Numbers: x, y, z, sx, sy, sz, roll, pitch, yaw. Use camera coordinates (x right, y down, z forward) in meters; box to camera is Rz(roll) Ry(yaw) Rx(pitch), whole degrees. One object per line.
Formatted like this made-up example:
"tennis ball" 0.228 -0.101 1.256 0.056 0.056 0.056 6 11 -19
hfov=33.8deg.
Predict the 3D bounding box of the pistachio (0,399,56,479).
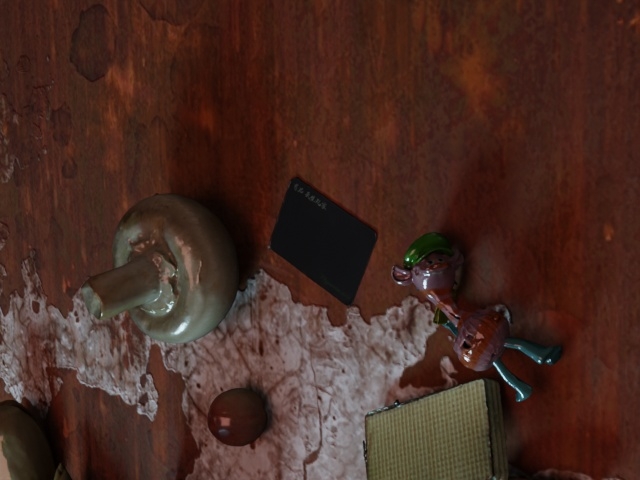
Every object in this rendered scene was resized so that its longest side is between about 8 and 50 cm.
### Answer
"pistachio" -0.517 0.374 1.776 0.129 0.131 0.206 169 88 -68

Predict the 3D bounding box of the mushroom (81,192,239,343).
"mushroom" -0.225 0.046 1.416 0.207 0.215 0.207 18 117 40

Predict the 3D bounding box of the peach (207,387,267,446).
"peach" -0.115 0.244 1.446 0.083 0.083 0.083 8 103 40

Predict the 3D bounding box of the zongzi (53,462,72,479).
"zongzi" -0.340 0.539 1.652 0.289 0.154 0.317 10 98 32

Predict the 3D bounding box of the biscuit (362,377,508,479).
"biscuit" 0.131 0.239 1.232 0.199 0.040 0.121 -25 60 43

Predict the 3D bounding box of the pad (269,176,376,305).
"pad" 0.000 0.000 1.352 0.157 0.003 0.112 35 118 31

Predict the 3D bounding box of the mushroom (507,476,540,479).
"mushroom" 0.200 0.327 1.188 0.210 0.072 0.094 -51 59 20

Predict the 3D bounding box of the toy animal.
"toy animal" 0.169 0.087 1.177 0.208 0.100 0.103 42 161 25
